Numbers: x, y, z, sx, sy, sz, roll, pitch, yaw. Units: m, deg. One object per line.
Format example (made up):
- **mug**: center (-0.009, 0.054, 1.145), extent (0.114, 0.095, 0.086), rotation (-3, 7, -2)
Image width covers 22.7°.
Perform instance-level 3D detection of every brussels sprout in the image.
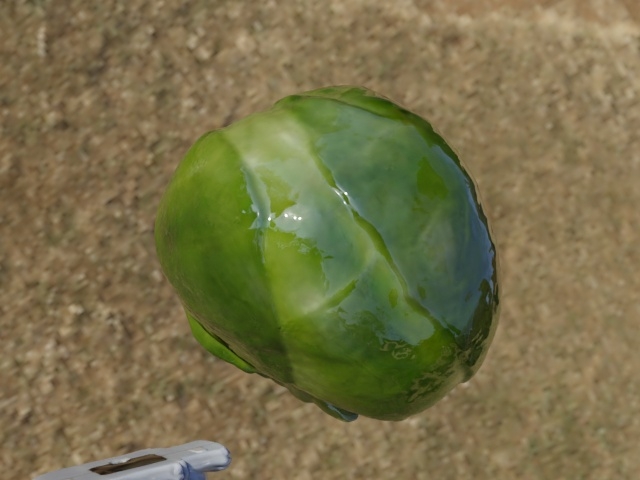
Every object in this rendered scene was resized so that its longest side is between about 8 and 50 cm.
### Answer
- **brussels sprout**: center (0.000, 0.000, 1.543), extent (0.276, 0.371, 0.314), rotation (-50, 128, -18)

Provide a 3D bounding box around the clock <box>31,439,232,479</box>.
- **clock**: center (-0.144, 0.224, 1.191), extent (0.176, 0.080, 0.117), rotation (-9, 94, -28)
